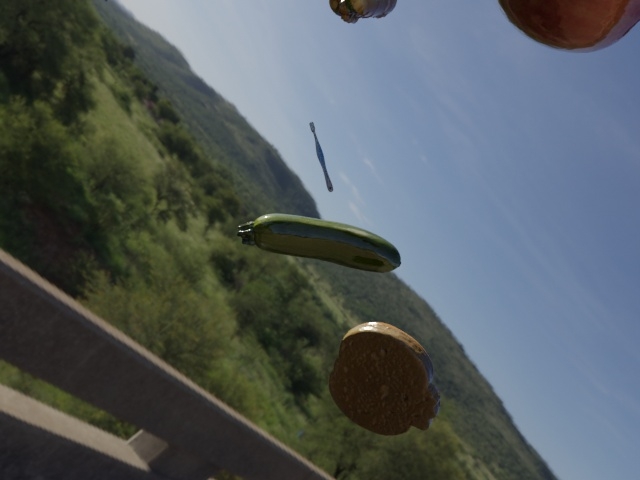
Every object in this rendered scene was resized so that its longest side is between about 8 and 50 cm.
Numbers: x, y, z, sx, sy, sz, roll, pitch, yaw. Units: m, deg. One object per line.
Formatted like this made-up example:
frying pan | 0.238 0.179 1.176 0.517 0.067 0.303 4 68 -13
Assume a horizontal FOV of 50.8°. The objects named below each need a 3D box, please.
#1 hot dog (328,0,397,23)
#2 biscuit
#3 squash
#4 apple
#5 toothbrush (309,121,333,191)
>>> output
hot dog | 0.093 -0.520 1.492 0.250 0.104 0.076 -41 136 -58
biscuit | 0.095 0.195 0.943 0.170 0.170 0.050 51 33 -2
squash | 0.000 0.000 1.045 0.258 0.069 0.069 12 -2 -2
apple | 0.278 -0.297 0.686 0.164 0.210 0.209 29 -2 -3
toothbrush | 0.001 -0.173 1.382 0.017 0.014 0.162 85 -11 -70
